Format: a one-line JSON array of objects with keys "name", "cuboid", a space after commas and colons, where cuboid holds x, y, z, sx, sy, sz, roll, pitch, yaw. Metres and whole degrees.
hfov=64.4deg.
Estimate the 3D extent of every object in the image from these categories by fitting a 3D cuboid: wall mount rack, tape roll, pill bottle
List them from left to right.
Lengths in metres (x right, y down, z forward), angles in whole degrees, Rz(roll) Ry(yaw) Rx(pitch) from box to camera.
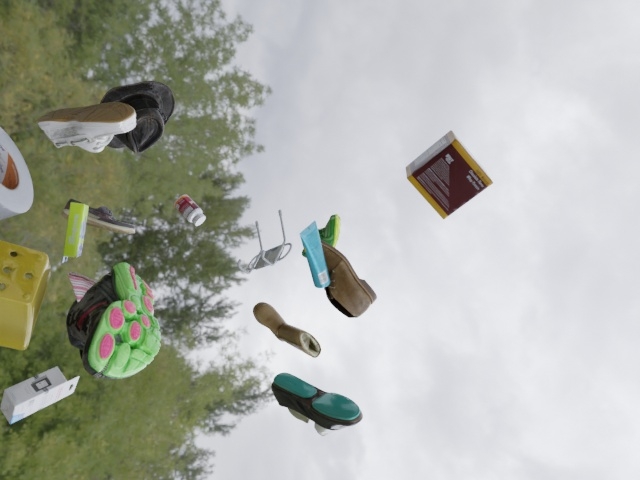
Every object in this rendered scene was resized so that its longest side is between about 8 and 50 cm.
[{"name": "tape roll", "cuboid": [-0.720, -0.152, 1.098, 0.219, 0.072, 0.219, 162, -90, -88]}, {"name": "pill bottle", "cuboid": [-0.630, -0.144, 2.459, 0.152, 0.086, 0.086, 44, -56, 11]}, {"name": "wall mount rack", "cuboid": [-0.282, 0.017, 2.618, 0.350, 0.130, 0.304, -20, -143, 43]}]

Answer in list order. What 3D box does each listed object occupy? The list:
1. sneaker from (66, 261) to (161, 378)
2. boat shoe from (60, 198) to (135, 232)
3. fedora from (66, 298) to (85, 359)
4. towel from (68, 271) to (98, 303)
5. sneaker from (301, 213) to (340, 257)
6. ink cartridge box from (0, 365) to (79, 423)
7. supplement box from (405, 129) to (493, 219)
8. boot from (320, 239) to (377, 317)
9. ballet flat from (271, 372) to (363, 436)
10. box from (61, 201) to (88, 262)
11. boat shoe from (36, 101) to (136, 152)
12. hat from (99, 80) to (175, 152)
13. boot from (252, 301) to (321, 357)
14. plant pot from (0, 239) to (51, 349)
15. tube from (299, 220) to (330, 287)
[{"name": "sneaker", "cuboid": [-0.546, 0.228, 1.324, 0.202, 0.185, 0.483, -37, -157, -3]}, {"name": "boat shoe", "cuboid": [-0.889, -0.098, 2.056, 0.103, 0.285, 0.092, 144, -40, -72]}, {"name": "fedora", "cuboid": [-0.884, 0.312, 1.976, 0.334, 0.152, 0.334, -16, -122, 27]}, {"name": "towel", "cuboid": [-0.718, 0.189, 1.608, 0.029, 0.144, 0.197, -61, 166, -45]}, {"name": "sneaker", "cuboid": [0.000, 0.000, 2.135, 0.109, 0.124, 0.295, -81, -165, -44]}, {"name": "ink cartridge box", "cuboid": [-0.785, 0.424, 1.425, 0.060, 0.180, 0.104, 46, -54, 16]}, {"name": "supplement box", "cuboid": [0.414, -0.214, 1.650, 0.194, 0.191, 0.129, -39, -165, 22]}, {"name": "boot", "cuboid": [0.045, 0.120, 1.629, 0.115, 0.305, 0.112, -45, -175, -26]}, {"name": "ballet flat", "cuboid": [-0.008, 0.406, 1.231, 0.280, 0.095, 0.096, 13, -66, 44]}, {"name": "box", "cuboid": [-0.728, -0.021, 1.508, 0.109, 0.042, 0.178, -176, -86, -71]}, {"name": "boat shoe", "cuboid": [-0.509, -0.247, 1.140, 0.277, 0.098, 0.096, 6, -52, 29]}, {"name": "hat", "cuboid": [-0.639, -0.401, 1.793, 0.331, 0.331, 0.134, -45, -109, 39]}, {"name": "boot", "cuboid": [-0.136, 0.356, 2.063, 0.089, 0.236, 0.269, -51, -154, -17]}, {"name": "plant pot", "cuboid": [-0.770, 0.113, 1.220, 0.187, 0.212, 0.212, -40, -140, 40]}, {"name": "tube", "cuboid": [-0.016, 0.048, 1.539, 0.052, 0.080, 0.207, 6, -56, 31]}]
